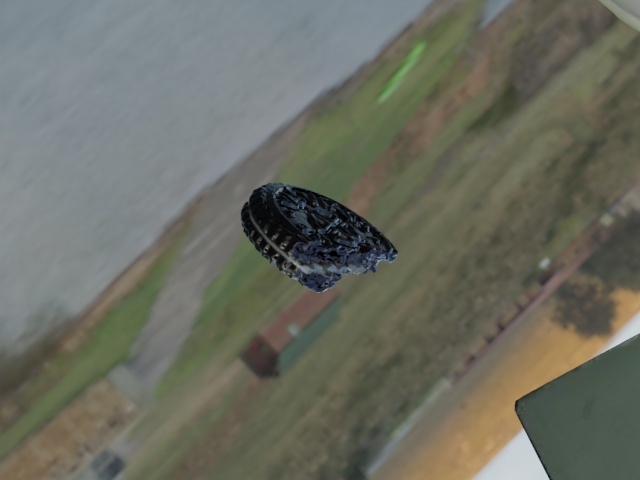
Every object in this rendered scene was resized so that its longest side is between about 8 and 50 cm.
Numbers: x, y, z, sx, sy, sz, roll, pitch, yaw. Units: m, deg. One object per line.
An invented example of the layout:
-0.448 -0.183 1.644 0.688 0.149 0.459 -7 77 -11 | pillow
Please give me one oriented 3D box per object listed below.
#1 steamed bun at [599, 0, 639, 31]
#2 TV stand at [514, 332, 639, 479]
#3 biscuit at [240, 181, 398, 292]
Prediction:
0.273 -0.240 0.810 0.309 0.309 0.309 -44 179 -1 | steamed bun
0.180 0.171 0.601 0.083 0.269 0.088 -30 155 4 | TV stand
0.000 0.000 0.769 0.027 0.089 0.087 -58 -160 20 | biscuit
